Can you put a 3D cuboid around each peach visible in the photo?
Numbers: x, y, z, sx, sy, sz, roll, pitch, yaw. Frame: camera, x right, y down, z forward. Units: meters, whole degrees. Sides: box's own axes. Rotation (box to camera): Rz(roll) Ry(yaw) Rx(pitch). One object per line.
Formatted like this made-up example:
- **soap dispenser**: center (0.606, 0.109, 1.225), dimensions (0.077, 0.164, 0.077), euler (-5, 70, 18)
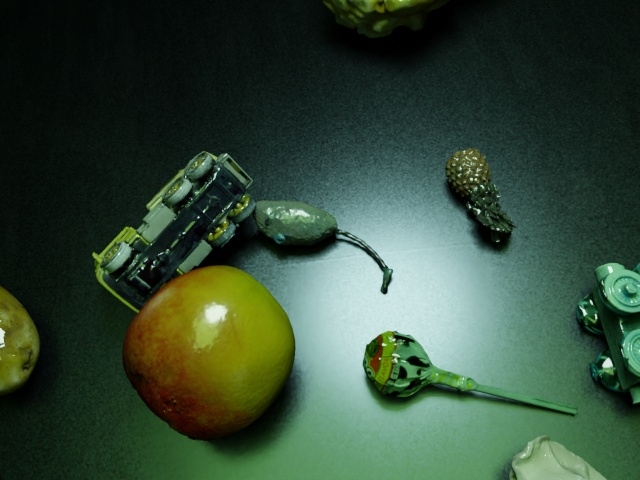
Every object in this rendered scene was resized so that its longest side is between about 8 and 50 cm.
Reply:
- **peach**: center (-0.151, 0.154, 0.846), dimensions (0.231, 0.231, 0.230), euler (-3, 63, 5)

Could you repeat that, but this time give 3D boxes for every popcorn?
- **popcorn**: center (0.149, -0.533, 1.123), dimensions (0.335, 0.279, 0.274), euler (-51, 49, -4)

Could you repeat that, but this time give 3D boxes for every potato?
- **potato**: center (-0.602, 0.130, 0.941), dimensions (0.369, 0.176, 0.195), euler (16, 39, 10)

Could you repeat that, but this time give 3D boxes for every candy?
- **candy**: center (0.211, 0.197, 0.869), dimensions (0.306, 0.083, 0.091), euler (13, 49, 3)

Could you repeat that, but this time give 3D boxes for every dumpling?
- **dumpling**: center (0.320, 0.337, 0.775), dimensions (0.134, 0.099, 0.169), euler (-11, 47, -34)

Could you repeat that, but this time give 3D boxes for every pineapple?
- **pineapple**: center (0.259, -0.072, 0.985), dimensions (0.074, 0.074, 0.159), euler (-20, 64, -4)

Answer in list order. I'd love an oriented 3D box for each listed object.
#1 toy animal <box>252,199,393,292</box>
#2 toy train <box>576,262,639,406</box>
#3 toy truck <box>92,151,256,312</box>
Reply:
- **toy animal**: center (0.007, -0.006, 0.995), dimensions (0.253, 0.070, 0.079), euler (24, 103, 4)
- **toy train**: center (0.461, 0.122, 0.849), dimensions (0.163, 0.112, 0.203), euler (-4, 64, -2)
- **toy truck**: center (-0.234, -0.022, 0.977), dimensions (0.272, 0.124, 0.157), euler (-50, 26, -12)
